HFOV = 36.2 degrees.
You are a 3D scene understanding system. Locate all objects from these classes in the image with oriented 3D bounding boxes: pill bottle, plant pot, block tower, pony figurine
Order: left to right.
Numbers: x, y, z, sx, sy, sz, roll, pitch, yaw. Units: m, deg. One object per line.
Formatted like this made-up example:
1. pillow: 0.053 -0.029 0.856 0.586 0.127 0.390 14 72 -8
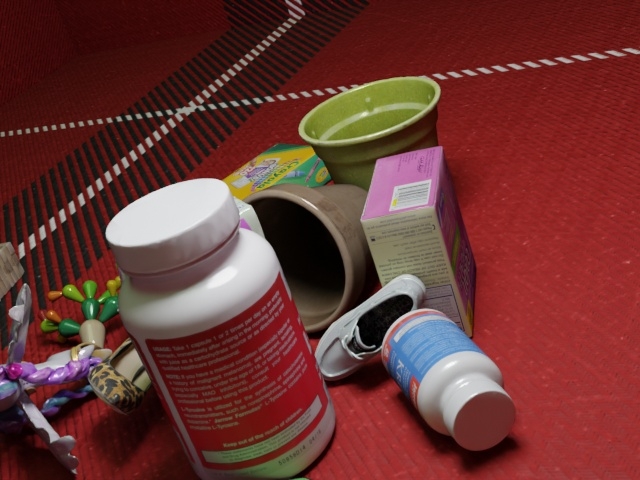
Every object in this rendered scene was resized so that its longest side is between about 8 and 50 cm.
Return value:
1. block tower: -0.778 0.122 2.174 0.097 0.091 0.335 -10 29 18
2. pony figurine: -0.520 0.236 1.594 0.363 0.303 0.351 -13 0 -12
3. pill bottle: -0.141 0.131 1.369 0.229 0.407 0.229 -15 27 8
4. plant pot: 0.000 0.000 1.724 0.263 0.263 0.229 1 22 35
5. plant pot: 0.125 -0.141 1.880 0.276 0.254 0.276 -15 27 8
6. pill bottle: 0.177 0.192 1.357 0.124 0.124 0.221 -24 26 -9

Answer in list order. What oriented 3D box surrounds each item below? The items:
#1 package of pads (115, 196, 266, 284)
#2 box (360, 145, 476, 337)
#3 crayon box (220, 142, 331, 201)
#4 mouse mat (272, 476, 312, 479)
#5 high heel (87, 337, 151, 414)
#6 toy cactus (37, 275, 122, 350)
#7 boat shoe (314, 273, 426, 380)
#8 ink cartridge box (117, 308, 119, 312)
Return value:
1. package of pads: -0.168 0.113 1.546 0.229 0.296 0.101 -29 25 -18
2. box: 0.165 0.008 1.581 0.117 0.243 0.213 -10 27 17
3. crayon box: -0.124 -0.116 2.194 0.165 0.081 0.278 10 39 46
4. mouse mat: -0.073 0.347 1.262 0.190 0.007 0.152 -2 12 -23
5. high heel: -0.282 0.182 1.590 0.186 0.093 0.261 -47 8 -3
6. toy cactus: -0.446 0.156 1.904 0.219 0.112 0.180 -17 45 -1
7. boat shoe: 0.066 0.139 1.487 0.227 0.079 0.081 -45 0 21
8. ink cartridge box: -0.269 0.143 1.782 0.189 0.097 0.255 -13 27 11
